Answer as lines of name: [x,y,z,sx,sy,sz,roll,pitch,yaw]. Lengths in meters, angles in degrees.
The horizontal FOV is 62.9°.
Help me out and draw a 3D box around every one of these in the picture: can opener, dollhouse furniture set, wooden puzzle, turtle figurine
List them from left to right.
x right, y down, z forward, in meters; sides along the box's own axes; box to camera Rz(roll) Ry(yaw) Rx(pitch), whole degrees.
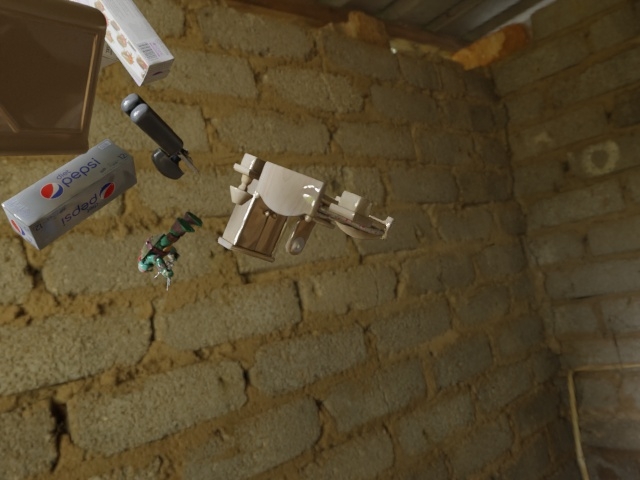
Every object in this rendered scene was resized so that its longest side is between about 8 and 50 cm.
wooden puzzle: [-0.434,-0.248,0.786,0.044,0.238,0.221,22,18,22]
can opener: [-0.364,-0.213,1.177,0.095,0.076,0.283,-43,-21,-3]
turtle figurine: [-0.417,0.031,1.406,0.234,0.118,0.175,-49,24,17]
dollhouse furniture set: [0.000,0.000,0.916,0.303,0.173,0.356,21,4,-46]

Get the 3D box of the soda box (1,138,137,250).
soda box: [-0.563,-0.110,1.200,0.286,0.091,0.098,-47,-15,-34]

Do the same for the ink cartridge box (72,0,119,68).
ink cartridge box: [-0.541,-0.468,1.160,0.237,0.171,0.100,0,-7,40]

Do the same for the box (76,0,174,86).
box: [-0.395,-0.437,0.965,0.067,0.324,0.063,-38,1,-41]
